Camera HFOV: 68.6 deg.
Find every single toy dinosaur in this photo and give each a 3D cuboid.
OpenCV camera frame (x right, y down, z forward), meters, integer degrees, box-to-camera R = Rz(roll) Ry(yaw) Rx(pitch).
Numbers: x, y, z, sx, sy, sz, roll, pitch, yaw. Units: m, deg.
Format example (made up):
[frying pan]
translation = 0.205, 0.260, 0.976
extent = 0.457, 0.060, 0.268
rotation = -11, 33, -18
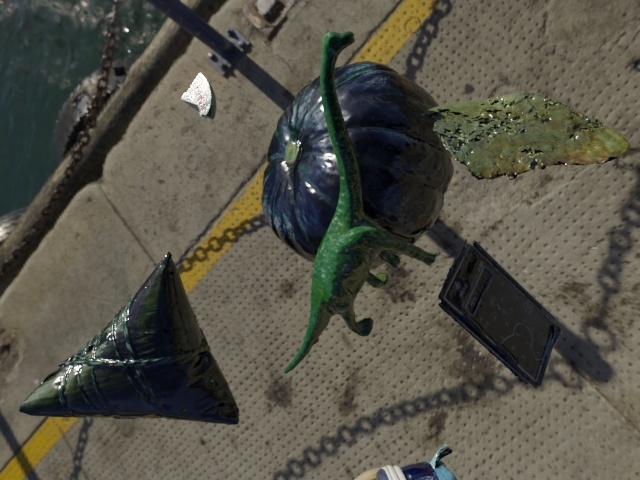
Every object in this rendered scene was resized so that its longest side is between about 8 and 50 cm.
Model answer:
[toy dinosaur]
translation = 0.000, 0.000, 0.628
extent = 0.447, 0.301, 0.087
rotation = -53, 32, 12

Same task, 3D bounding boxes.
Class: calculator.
[calculator]
translation = 0.341, 0.136, 0.882
extent = 0.274, 0.028, 0.165
rotation = 41, 61, -10

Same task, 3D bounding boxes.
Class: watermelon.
[watermelon]
translation = -0.214, -0.244, 0.827
extent = 0.061, 0.085, 0.085
rotation = -3, 85, -8

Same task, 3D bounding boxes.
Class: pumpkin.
[pumpkin]
translation = 0.059, -0.121, 0.829
extent = 0.363, 0.266, 0.363
rotation = -25, 57, 46

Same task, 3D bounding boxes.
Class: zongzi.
[zongzi]
translation = -0.365, 0.200, 0.967
extent = 0.384, 0.319, 0.361
rotation = -2, 102, 23

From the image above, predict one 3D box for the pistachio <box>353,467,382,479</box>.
[pistachio]
translation = 0.095, 0.543, 0.934
extent = 0.144, 0.215, 0.143
rotation = 26, 126, 42

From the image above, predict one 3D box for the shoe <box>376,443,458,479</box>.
[shoe]
translation = 0.139, 0.332, 0.520
extent = 0.106, 0.091, 0.207
rotation = -20, 97, -7

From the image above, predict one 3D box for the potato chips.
[potato chips]
translation = 0.213, -0.115, 0.514
extent = 0.209, 0.026, 0.142
rotation = 32, 70, 29
